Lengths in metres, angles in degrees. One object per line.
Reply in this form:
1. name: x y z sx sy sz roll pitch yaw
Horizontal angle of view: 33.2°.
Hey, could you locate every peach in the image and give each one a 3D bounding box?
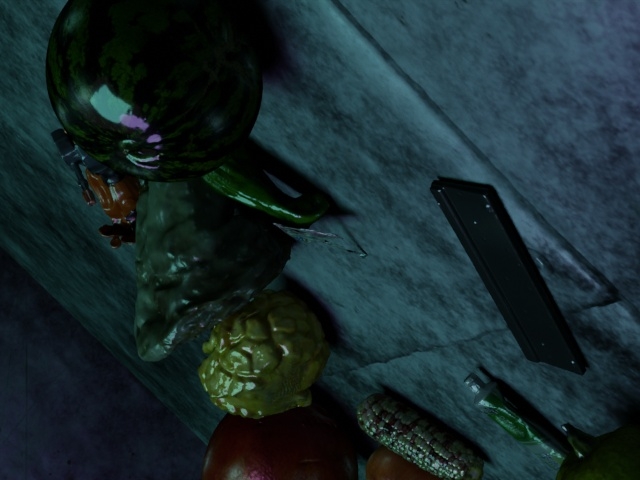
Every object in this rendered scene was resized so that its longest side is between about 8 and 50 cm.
1. peach: -0.089 0.481 2.288 0.370 0.370 0.370 37 158 17

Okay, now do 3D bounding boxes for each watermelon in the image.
1. watermelon: -0.201 -0.200 1.280 0.269 0.269 0.269 37 158 17

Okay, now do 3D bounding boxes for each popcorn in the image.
1. popcorn: -0.094 0.201 1.892 0.250 0.250 0.190 71 -175 -51

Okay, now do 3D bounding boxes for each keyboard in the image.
1. keyboard: 0.227 0.048 1.290 0.101 0.018 0.309 13 144 51

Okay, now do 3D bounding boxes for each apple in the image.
1. apple: 0.169 0.440 2.000 0.163 0.139 0.163 49 170 11

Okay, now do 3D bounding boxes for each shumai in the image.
1. shumai: -0.219 0.004 1.670 0.263 0.304 0.309 57 156 -5

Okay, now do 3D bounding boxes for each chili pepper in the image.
1. chili pepper: -0.099 -0.087 1.545 0.257 0.100 0.074 36 130 25

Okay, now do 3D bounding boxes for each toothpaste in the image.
1. toothpaste: 0.308 0.280 1.558 0.248 0.047 0.078 40 161 2

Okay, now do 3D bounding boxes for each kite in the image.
1. kite: 0.000 0.000 1.521 0.157 0.011 0.139 20 170 -27

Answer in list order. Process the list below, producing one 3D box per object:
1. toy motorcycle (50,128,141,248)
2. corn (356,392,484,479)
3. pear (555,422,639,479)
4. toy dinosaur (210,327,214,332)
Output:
1. toy motorcycle: -0.367 -0.113 1.902 0.221 0.148 0.325 59 174 27
2. corn: 0.173 0.352 1.884 0.253 0.086 0.086 29 155 33
3. pear: 0.401 0.375 1.274 0.375 0.287 0.287 57 162 12
4. toy dinosaur: -0.198 0.205 2.328 0.154 0.049 0.055 47 156 4
